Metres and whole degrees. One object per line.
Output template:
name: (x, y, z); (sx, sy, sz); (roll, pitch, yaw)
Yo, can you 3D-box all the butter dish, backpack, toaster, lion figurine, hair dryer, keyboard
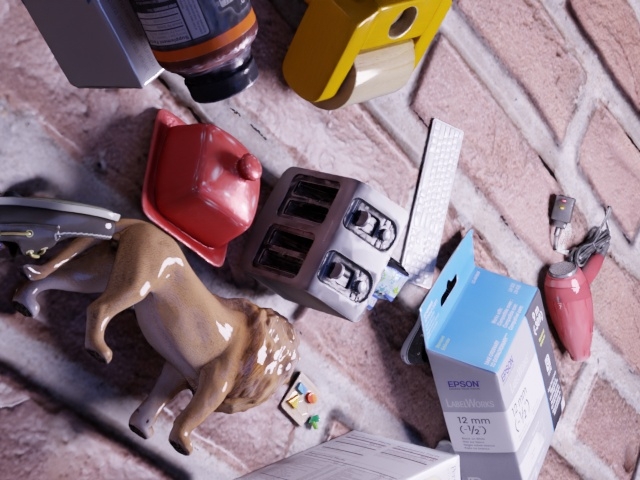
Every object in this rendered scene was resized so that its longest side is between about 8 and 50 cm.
butter dish: (-0.124, -0.075, 1.540); (0.160, 0.118, 0.160); (40, 44, -43)
backpack: (0.059, 0.046, 1.789); (0.114, 0.105, 0.084); (25, 99, -47)
toaster: (0.000, 0.000, 1.674); (0.110, 0.186, 0.168); (36, 76, -41)
lion figurine: (-0.175, 0.089, 1.507); (0.240, 0.142, 0.392); (-53, 130, -27)
hair dryer: (0.475, 0.070, 2.255); (0.224, 0.080, 0.293); (14, 85, -48)
keyboard: (0.171, -0.057, 1.959); (0.072, 0.014, 0.256); (20, 80, -47)

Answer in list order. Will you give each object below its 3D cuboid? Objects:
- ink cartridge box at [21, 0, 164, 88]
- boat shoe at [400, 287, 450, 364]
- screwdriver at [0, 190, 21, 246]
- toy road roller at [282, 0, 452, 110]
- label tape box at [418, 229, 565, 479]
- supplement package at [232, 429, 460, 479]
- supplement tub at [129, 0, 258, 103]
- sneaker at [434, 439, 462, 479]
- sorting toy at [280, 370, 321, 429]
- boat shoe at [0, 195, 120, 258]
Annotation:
ink cartridge box: (-0.165, -0.330, 1.287); (0.307, 0.129, 0.223); (-47, 125, -30)
boat shoe: (0.173, 0.133, 1.963); (0.049, 0.040, 0.142); (49, 60, -38)
screwdriver: (-0.359, 0.027, 1.386); (0.024, 0.025, 0.169); (25, 74, -46)
toy road roller: (0.041, -0.362, 1.685); (0.203, 0.240, 0.329); (-21, 147, -44)
label tape box: (0.275, 0.190, 1.983); (0.249, 0.115, 0.347); (-52, 133, -52)
supplement package: (0.039, 0.403, 1.735); (0.263, 0.198, 0.199); (-14, 104, -46)
supplement tub: (-0.124, -0.229, 1.180); (0.106, 0.106, 0.197); (-45, 126, -35)
sneaker: (0.229, 0.391, 2.038); (0.190, 0.071, 0.083); (57, 50, -35)
sorting toy: (-0.018, 0.231, 1.789); (0.083, 0.012, 0.062); (50, 59, -38)
boat shoe: (-0.327, -0.015, 1.350); (0.228, 0.081, 0.068); (6, 89, -26)
